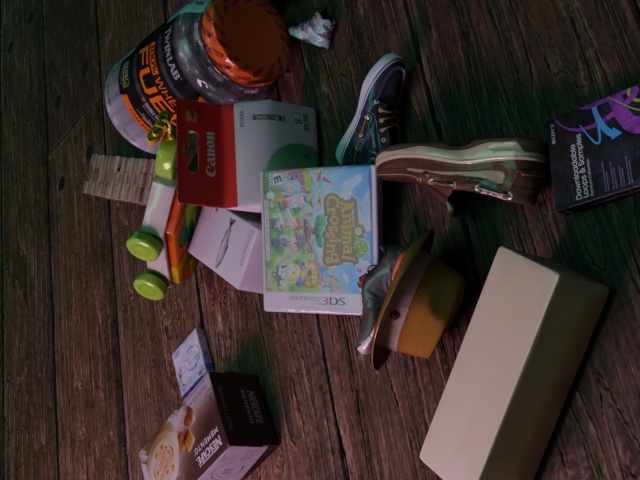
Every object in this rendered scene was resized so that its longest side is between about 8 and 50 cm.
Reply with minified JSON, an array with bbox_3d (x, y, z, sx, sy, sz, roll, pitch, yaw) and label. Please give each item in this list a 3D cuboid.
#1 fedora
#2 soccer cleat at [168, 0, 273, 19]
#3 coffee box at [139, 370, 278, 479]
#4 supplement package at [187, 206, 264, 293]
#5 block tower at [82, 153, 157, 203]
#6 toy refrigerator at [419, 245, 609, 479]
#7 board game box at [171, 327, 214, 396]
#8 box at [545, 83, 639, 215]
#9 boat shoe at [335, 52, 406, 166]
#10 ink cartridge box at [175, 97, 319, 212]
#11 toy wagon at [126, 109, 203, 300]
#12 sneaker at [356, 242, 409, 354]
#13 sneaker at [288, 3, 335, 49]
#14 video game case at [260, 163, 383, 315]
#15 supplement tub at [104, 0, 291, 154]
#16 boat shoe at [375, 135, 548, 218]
[{"bbox_3d":[0.128,0.084,1.098,0.079,0.194,0.194,22,100,14],"label":"fedora"},{"bbox_3d":[-0.156,-0.461,1.608,0.331,0.116,0.143,-17,52,45],"label":"soccer cleat"},{"bbox_3d":[-0.188,0.341,1.429,0.246,0.098,0.141,-49,47,32],"label":"coffee box"},{"bbox_3d":[-0.121,0.008,1.429,0.179,0.105,0.105,30,103,50],"label":"supplement package"},{"bbox_3d":[-0.371,-0.119,1.778,0.335,0.097,0.091,9,87,52],"label":"block tower"},{"bbox_3d":[0.219,0.154,0.992,0.102,0.094,0.270,32,105,57],"label":"toy refrigerator"},{"bbox_3d":[-0.230,0.220,1.575,0.090,0.020,0.090,-47,49,33],"label":"board game box"},{"bbox_3d":[0.328,-0.104,0.973,0.162,0.029,0.116,-22,64,47],"label":"box"},{"bbox_3d":[0.092,-0.170,1.257,0.083,0.065,0.183,43,118,40],"label":"boat shoe"},{"bbox_3d":[-0.108,-0.134,1.356,0.056,0.224,0.181,-31,58,53],"label":"ink cartridge box"},{"bbox_3d":[-0.234,-0.070,1.455,0.344,0.068,0.267,98,-168,-55],"label":"toy wagon"},{"bbox_3d":[0.078,0.076,1.193,0.065,0.061,0.158,23,88,24],"label":"sneaker"},{"bbox_3d":[-0.008,-0.359,1.445,0.098,0.038,0.069,31,103,40],"label":"sneaker"},{"bbox_3d":[0.000,0.000,1.265,0.193,0.023,0.212,0,92,29],"label":"video game case"},{"bbox_3d":[-0.217,-0.294,1.544,0.338,0.207,0.207,-22,64,46],"label":"supplement tub"},{"bbox_3d":[0.166,-0.076,1.114,0.257,0.095,0.095,2,88,50],"label":"boat shoe"}]
